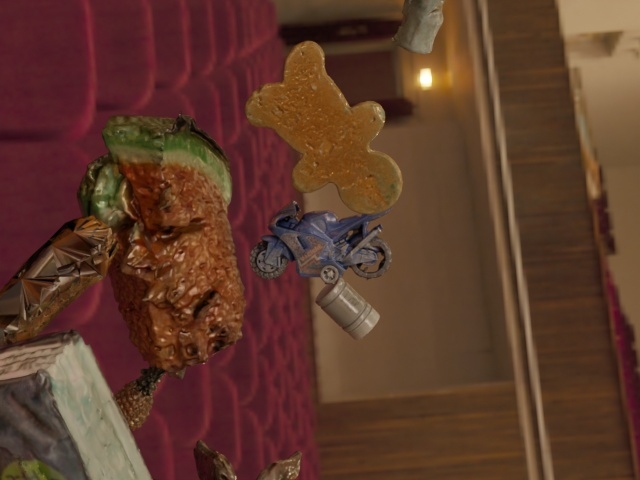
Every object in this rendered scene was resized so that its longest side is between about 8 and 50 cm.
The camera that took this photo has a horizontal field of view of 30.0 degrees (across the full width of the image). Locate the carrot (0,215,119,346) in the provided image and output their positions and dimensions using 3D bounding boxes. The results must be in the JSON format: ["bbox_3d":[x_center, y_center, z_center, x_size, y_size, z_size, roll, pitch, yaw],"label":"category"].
[{"bbox_3d":[-0.294,0.067,1.189,0.228,0.069,0.069,-47,161,-20],"label":"carrot"}]

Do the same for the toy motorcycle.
[{"bbox_3d":[0.000,0.000,1.686,0.076,0.205,0.114,-45,134,-80],"label":"toy motorcycle"}]

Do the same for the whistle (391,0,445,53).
[{"bbox_3d":[0.174,-0.421,1.597,0.142,0.134,0.346,-94,-159,-64],"label":"whistle"}]

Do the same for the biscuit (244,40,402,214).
[{"bbox_3d":[0.013,-0.130,1.537,0.234,0.153,0.030,46,14,1],"label":"biscuit"}]

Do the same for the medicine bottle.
[{"bbox_3d":[0.043,0.108,1.893,0.091,0.058,0.058,44,8,-11],"label":"medicine bottle"}]

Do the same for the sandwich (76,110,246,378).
[{"bbox_3d":[-0.188,0.012,1.387,0.250,0.162,0.301,8,74,-75],"label":"sandwich"}]

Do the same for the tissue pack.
[{"bbox_3d":[-0.214,0.155,0.706,0.073,0.236,0.173,-60,134,-60],"label":"tissue pack"}]

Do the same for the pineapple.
[{"bbox_3d":[-0.225,0.190,1.572,0.124,0.058,0.058,-49,-168,10],"label":"pineapple"}]

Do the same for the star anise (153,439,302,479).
[{"bbox_3d":[-0.097,0.329,1.362,0.288,0.288,0.088,-96,-164,-52],"label":"star anise"}]
